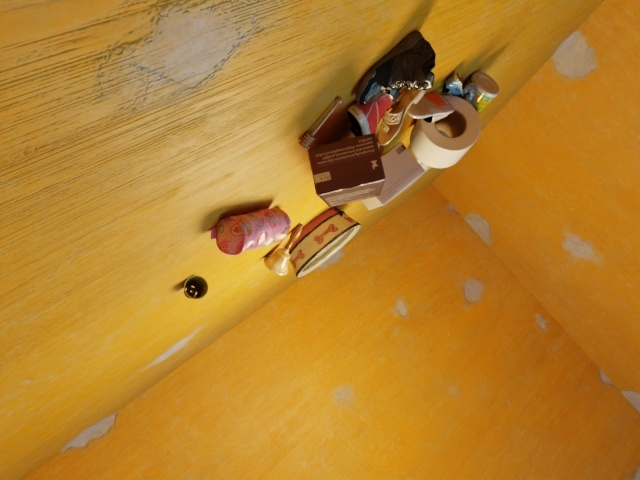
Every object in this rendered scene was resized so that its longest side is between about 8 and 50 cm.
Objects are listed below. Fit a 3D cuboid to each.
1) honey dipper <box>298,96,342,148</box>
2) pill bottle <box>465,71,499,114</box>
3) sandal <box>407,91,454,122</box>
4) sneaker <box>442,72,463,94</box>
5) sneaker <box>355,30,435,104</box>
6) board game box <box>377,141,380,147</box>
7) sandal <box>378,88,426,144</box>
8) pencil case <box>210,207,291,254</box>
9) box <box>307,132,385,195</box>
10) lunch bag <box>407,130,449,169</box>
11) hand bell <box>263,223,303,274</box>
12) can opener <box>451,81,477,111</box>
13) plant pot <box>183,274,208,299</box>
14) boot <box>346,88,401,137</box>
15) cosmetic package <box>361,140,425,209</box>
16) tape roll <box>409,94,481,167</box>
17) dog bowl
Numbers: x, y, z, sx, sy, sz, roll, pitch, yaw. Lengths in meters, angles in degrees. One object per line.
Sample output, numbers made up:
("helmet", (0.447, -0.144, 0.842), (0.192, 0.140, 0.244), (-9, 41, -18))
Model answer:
("honey dipper", (0.002, -0.306, 1.179), (0.160, 0.030, 0.030), (-47, 169, 26))
("pill bottle", (0.647, -0.599, 1.990), (0.136, 0.136, 0.245), (-33, 169, -36))
("sandal", (0.388, -0.482, 1.685), (0.265, 0.102, 0.076), (-22, 163, -37))
("sneaker", (0.500, -0.593, 1.744), (0.073, 0.063, 0.162), (-23, 173, 18))
("sneaker", (0.201, -0.409, 1.161), (0.227, 0.130, 0.087), (-39, 169, 8))
("board game box", (0.141, -0.294, 1.729), (0.193, 0.045, 0.147), (-40, 171, 3))
("sandal", (0.238, -0.426, 1.473), (0.079, 0.088, 0.240), (13, 126, -38))
("pencil case", (-0.206, -0.033, 1.400), (0.124, 0.124, 0.284), (-44, 169, 27))
("box", (0.084, -0.199, 1.383), (0.191, 0.143, 0.381), (-12, 180, 5))
("lunch bag", (0.534, -0.456, 2.173), (0.262, 0.160, 0.223), (-40, 174, -36))
("hand bell", (-0.143, 0.024, 2.035), (0.242, 0.126, 0.126), (-57, 165, 21))
("can opener", (0.609, -0.542, 1.923), (0.076, 0.095, 0.283), (-36, 141, -14))
("plant pot", (-0.439, 0.170, 1.577), (0.083, 0.083, 0.079), (-34, 180, -33))
("boot", (0.172, -0.376, 1.349), (0.176, 0.088, 0.244), (-41, 167, -1))
("cosmetic package", (0.255, -0.250, 1.849), (0.217, 0.156, 0.385), (-39, -176, 1))
("tape roll", (0.502, -0.438, 1.849), (0.246, 0.246, 0.169), (-38, 170, -12))
("dog bowl", (0.000, 0.000, 2.259), (0.408, 0.150, 0.408), (-39, 172, -7))
